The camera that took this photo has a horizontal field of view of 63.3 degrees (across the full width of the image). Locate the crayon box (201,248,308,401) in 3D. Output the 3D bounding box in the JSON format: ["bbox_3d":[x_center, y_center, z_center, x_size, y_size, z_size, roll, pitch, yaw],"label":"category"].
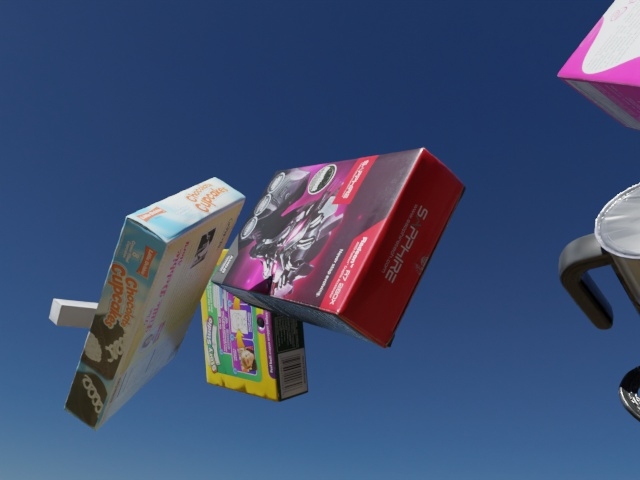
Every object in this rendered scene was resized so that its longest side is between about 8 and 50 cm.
[{"bbox_3d":[-0.182,0.198,1.326,0.106,0.362,0.313,-4,0,-43],"label":"crayon box"}]

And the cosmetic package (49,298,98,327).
[{"bbox_3d":[-0.592,0.207,1.407,0.239,0.060,0.099,14,-3,-37],"label":"cosmetic package"}]

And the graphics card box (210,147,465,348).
[{"bbox_3d":[0.000,0.000,0.748,0.094,0.232,0.371,37,-17,-28],"label":"graphics card box"}]

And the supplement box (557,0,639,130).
[{"bbox_3d":[0.342,-0.166,0.486,0.114,0.220,0.111,31,-72,-12],"label":"supplement box"}]

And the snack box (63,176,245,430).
[{"bbox_3d":[-0.219,0.082,0.691,0.060,0.187,0.321,32,-63,6],"label":"snack box"}]

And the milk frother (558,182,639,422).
[{"bbox_3d":[0.266,0.053,0.393,0.129,0.143,0.134,-31,-62,23],"label":"milk frother"}]
